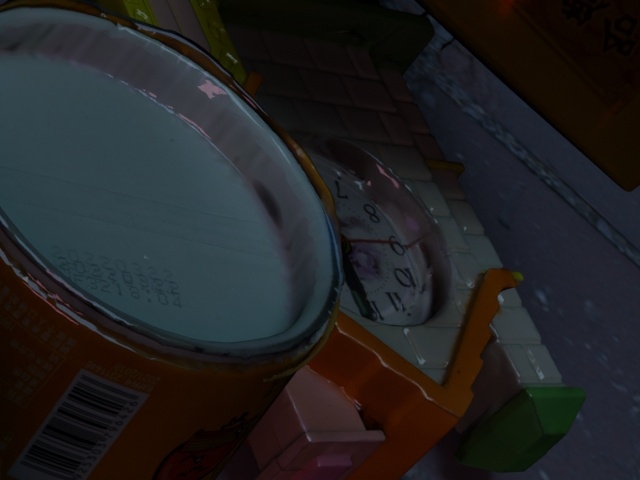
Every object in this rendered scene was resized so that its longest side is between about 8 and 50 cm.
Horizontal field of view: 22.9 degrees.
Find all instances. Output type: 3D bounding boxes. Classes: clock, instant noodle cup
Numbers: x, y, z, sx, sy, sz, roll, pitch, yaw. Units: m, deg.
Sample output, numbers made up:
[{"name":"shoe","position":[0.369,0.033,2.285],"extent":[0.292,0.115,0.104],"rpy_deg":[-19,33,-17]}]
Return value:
[{"name":"clock","position":[0.000,0.000,0.775],"extent":[0.219,0.106,0.255],"rpy_deg":[3,50,-41]},{"name":"instant noodle cup","position":[-0.104,0.025,0.590],"extent":[0.215,0.172,0.216],"rpy_deg":[27,37,-22]}]

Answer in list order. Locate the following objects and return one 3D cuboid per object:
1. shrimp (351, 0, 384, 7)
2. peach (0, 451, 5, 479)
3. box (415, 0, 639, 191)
[{"name":"shrimp","position":[0.003,-0.129,0.945],"extent":[0.180,0.099,0.041],"rpy_deg":[-24,112,-62]},{"name":"peach","position":[-0.197,0.078,0.409],"extent":[0.231,0.231,0.231],"rpy_deg":[25,38,-22]},{"name":"box","position":[0.041,-0.226,0.897],"extent":[0.264,0.116,0.415],"rpy_deg":[34,13,-42]}]
